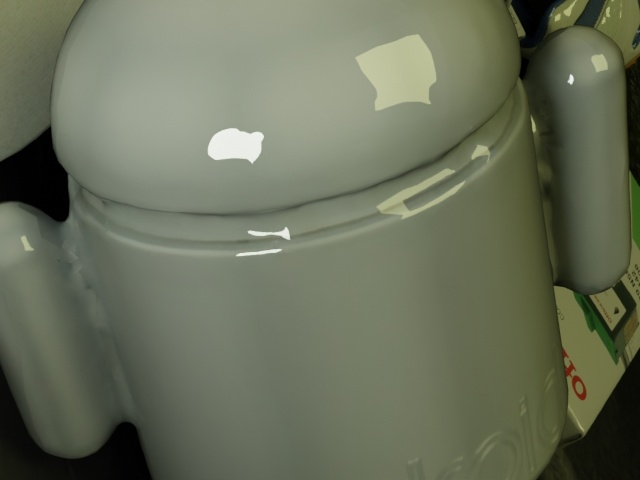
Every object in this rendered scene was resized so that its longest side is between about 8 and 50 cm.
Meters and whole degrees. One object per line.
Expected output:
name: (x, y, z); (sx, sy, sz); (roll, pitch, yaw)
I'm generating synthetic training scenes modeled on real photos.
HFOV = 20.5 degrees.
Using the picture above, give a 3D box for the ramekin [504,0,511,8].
ramekin: (-0.012, -0.148, 0.917); (0.207, 0.207, 0.109); (11, 52, -48)

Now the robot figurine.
robot figurine: (0.000, 0.000, 0.777); (0.200, 0.300, 0.353); (-130, -157, -57)

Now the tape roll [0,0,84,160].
tape roll: (-0.233, -0.203, 0.734); (0.392, 0.072, 0.392); (23, 60, -47)

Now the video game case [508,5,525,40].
video game case: (0.025, -0.202, 1.127); (0.210, 0.042, 0.232); (-34, 97, -54)

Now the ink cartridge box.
ink cartridge box: (0.121, 0.018, 1.075); (0.160, 0.092, 0.219); (57, 36, -10)

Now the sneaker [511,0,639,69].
sneaker: (0.155, -0.261, 1.268); (0.131, 0.112, 0.296); (0, 69, -51)
